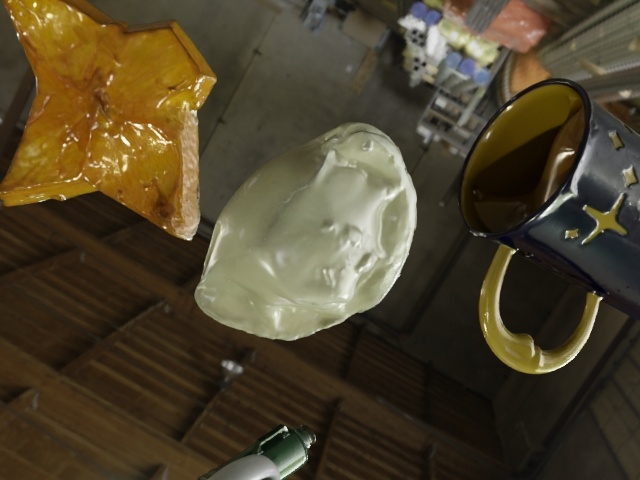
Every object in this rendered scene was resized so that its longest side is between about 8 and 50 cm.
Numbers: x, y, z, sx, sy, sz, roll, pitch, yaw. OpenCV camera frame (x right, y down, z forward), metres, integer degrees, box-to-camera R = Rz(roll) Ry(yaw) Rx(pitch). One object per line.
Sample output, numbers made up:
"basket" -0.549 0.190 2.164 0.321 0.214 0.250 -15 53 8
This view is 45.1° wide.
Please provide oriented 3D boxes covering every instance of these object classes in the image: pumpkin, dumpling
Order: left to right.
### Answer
"pumpkin" -0.253 -0.160 0.889 0.258 0.290 0.095 8 -167 5
"dumpling" 0.000 0.000 1.240 0.315 0.395 0.233 31 -168 -32

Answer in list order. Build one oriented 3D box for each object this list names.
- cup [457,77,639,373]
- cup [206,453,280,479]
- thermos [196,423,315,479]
"cup" 0.272 0.002 0.818 0.256 0.255 0.178 28 -158 -23
"cup" -0.067 0.184 0.406 0.133 0.136 0.099 5 -124 -64
"thermos" -0.086 0.319 1.108 0.187 0.083 0.073 -25 -174 -41
